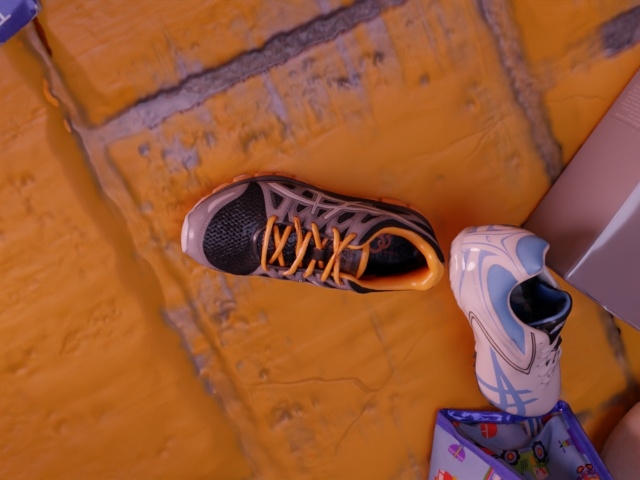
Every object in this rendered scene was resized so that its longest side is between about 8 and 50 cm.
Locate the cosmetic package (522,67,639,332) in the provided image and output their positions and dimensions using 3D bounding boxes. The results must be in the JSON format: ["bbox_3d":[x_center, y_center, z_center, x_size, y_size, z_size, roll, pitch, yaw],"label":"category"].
[{"bbox_3d":[0.289,-0.049,1.025,0.127,0.107,0.238,34,99,-28],"label":"cosmetic package"}]

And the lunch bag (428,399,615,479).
[{"bbox_3d":[0.197,0.300,1.021,0.138,0.293,0.221,-2,112,-19],"label":"lunch bag"}]

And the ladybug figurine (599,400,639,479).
[{"bbox_3d":[0.468,0.272,1.180,0.449,0.162,0.305,15,105,-24],"label":"ladybug figurine"}]

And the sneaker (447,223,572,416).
[{"bbox_3d":[0.169,0.077,1.010,0.085,0.086,0.237,-61,145,-28],"label":"sneaker"}]

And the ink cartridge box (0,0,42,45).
[{"bbox_3d":[-0.396,-0.158,0.756,0.324,0.071,0.330,-42,117,0],"label":"ink cartridge box"}]

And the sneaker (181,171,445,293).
[{"bbox_3d":[0.000,0.000,0.950,0.214,0.083,0.084,1,111,-19],"label":"sneaker"}]
